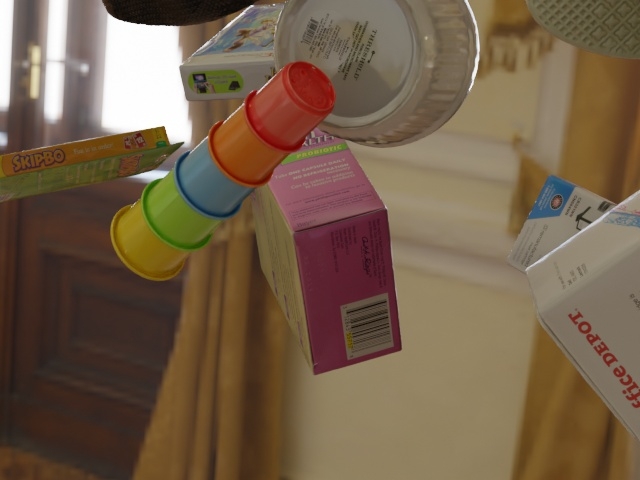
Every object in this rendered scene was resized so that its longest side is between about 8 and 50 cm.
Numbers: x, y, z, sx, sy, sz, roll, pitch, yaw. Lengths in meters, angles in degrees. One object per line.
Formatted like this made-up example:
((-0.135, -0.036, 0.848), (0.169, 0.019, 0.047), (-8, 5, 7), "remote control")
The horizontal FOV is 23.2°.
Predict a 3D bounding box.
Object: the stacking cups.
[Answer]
((-0.094, -0.067, 1.597), (0.096, 0.096, 0.316), (-8, -21, -46), "stacking cups")

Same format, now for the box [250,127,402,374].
((0.000, 0.000, 1.898), (0.117, 0.214, 0.243), (-15, 36, -11), "box")

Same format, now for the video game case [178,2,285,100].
((-0.041, -0.288, 2.298), (0.244, 0.061, 0.269), (0, 28, 24), "video game case")

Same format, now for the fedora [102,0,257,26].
((-0.148, -0.331, 1.746), (0.334, 0.153, 0.334), (-13, 24, 6), "fedora")

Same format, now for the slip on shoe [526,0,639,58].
((0.357, -0.259, 1.602), (0.331, 0.123, 0.101), (-6, 29, -18), "slip on shoe")

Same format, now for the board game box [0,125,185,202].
((-0.304, -0.092, 1.922), (0.259, 0.039, 0.124), (-10, -10, -28), "board game box")

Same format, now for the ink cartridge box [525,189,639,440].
((0.381, 0.045, 1.602), (0.278, 0.201, 0.117), (-36, 20, 13), "ink cartridge box")

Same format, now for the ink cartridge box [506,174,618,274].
((0.390, 0.017, 2.204), (0.203, 0.148, 0.086), (29, 7, 33), "ink cartridge box")

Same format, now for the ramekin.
((0.050, -0.196, 1.604), (0.207, 0.207, 0.109), (11, 12, 23), "ramekin")
